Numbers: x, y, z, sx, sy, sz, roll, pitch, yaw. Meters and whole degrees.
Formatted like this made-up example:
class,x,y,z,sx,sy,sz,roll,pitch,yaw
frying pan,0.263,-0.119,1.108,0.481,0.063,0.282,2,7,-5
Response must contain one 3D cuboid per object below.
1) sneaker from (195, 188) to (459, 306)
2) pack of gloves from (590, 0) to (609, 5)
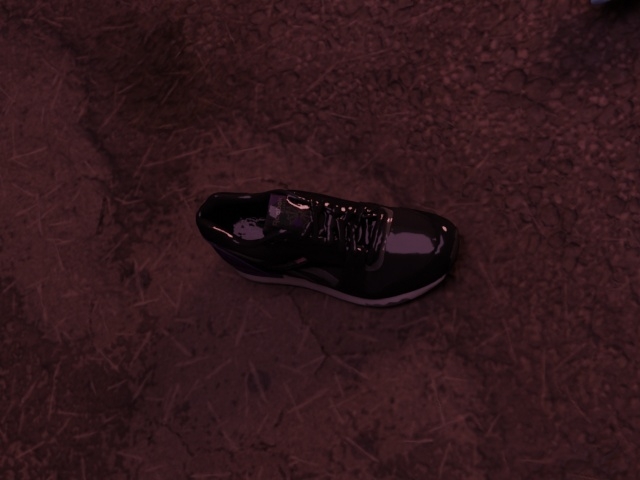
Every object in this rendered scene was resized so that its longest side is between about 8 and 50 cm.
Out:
class,x,y,z,sx,sy,sz,roll,pitch,yaw
sneaker,0.000,0.000,1.777,0.283,0.124,0.107,1,71,27
pack of gloves,0.357,-0.338,1.794,0.232,0.046,0.195,-20,50,16
